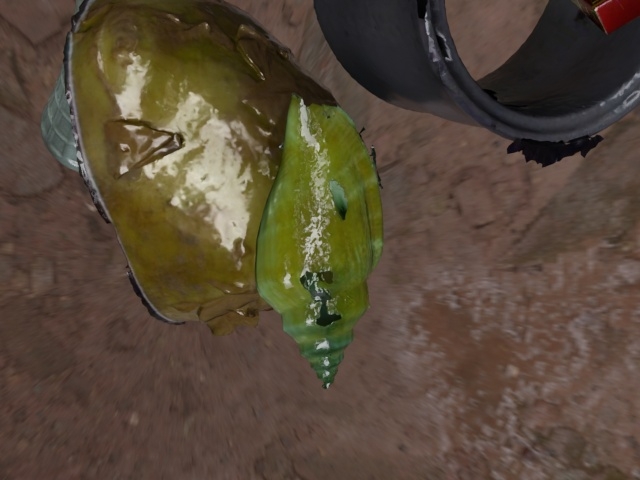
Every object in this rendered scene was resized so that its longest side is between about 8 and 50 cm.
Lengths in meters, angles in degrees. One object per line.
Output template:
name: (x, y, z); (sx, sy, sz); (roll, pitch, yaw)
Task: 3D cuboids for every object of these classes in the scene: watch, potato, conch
watch: (0.110, -0.219, 1.197); (0.335, 0.314, 0.327); (-48, 122, -15)
potato: (-0.068, -0.085, 1.343); (0.196, 0.246, 0.300); (-10, 119, 20)
conch: (0.001, 0.002, 1.142); (0.095, 0.079, 0.201); (8, 96, -39)

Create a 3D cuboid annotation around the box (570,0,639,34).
box: (0.192, -0.168, 1.053); (0.051, 0.082, 0.023); (-31, 117, 5)

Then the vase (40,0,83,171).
vase: (-0.203, -0.191, 1.612); (0.143, 0.299, 0.143); (9, 56, -14)
